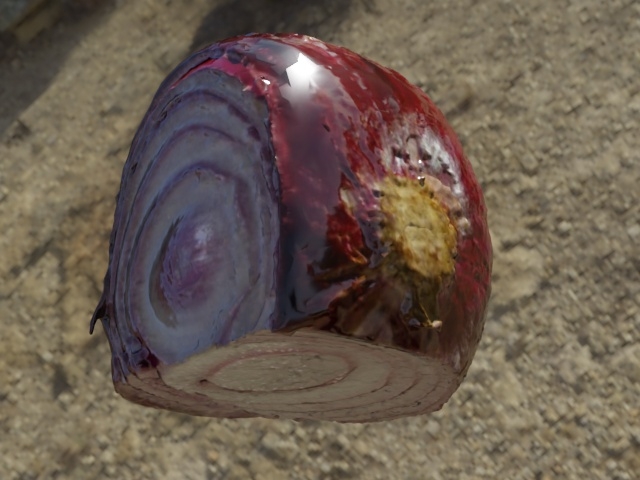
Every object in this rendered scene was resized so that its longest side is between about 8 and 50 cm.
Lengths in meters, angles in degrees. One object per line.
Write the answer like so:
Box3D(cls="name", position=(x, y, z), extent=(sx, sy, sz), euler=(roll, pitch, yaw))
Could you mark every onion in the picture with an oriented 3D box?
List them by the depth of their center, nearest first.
Box3D(cls="onion", position=(0.001, -0.005, 0.716), extent=(0.216, 0.206, 0.207), euler=(-15, 68, 49))
